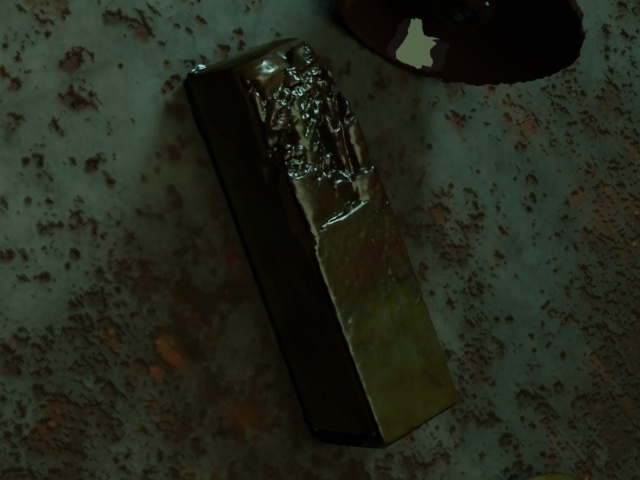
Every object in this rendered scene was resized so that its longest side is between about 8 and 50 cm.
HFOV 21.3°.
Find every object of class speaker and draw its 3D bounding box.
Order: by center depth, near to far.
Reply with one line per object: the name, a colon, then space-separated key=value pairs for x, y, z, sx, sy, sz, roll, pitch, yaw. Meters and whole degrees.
speaker: x=0.093 y=-0.311 z=1.365 sx=0.259 sy=0.198 sz=0.329 roll=5 pitch=66 yaw=4

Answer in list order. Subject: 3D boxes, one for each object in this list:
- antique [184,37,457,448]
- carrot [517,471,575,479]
antique: x=0.000 y=0.000 z=1.287 sx=0.087 sy=0.093 sz=0.310 roll=-27 pitch=103 yaw=-33
carrot: x=0.145 y=0.232 z=1.403 sx=0.186 sy=0.060 sz=0.060 roll=-19 pitch=99 yaw=-37
